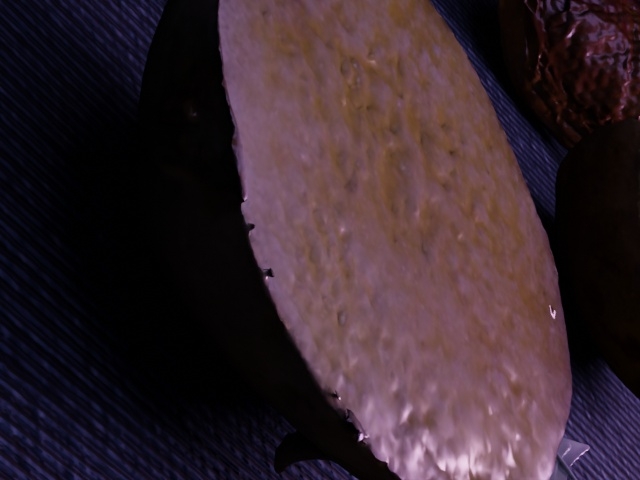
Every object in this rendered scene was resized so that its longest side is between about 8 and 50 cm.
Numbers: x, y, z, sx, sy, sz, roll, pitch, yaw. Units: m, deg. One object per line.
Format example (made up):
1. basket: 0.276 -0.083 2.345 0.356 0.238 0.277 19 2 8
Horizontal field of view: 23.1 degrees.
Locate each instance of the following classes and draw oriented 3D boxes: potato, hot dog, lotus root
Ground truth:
1. potato: 0.000 0.000 0.699 0.299 0.116 0.239 57 31 -22
2. hot dog: 0.225 -0.131 1.200 0.227 0.099 0.160 44 36 5
3. lotus root: 0.243 0.026 0.994 0.199 0.188 0.180 19 59 -3

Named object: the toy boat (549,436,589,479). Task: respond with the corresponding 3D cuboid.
1. toy boat: 0.127 0.127 0.844 0.149 0.034 0.105 50 26 -12
